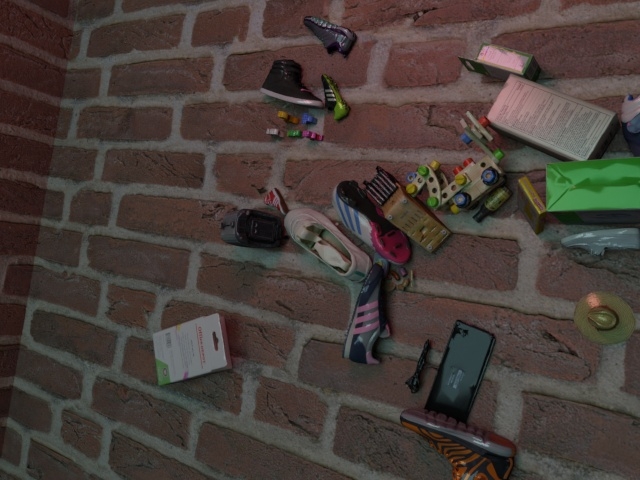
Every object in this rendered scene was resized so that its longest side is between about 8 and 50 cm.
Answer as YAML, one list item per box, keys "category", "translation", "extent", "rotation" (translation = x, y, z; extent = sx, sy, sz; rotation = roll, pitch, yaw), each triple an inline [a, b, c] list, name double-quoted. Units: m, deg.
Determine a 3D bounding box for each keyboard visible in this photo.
- category: "keyboard"
  translation: [0.364, 0.384, 1.630]
  extent: [0.201, 0.033, 0.317]
  rotation: [21, 95, 26]

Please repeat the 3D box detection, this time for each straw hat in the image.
- category: "straw hat"
  translation: [0.713, 0.196, 1.415]
  extent: [0.144, 0.061, 0.145]
  rotation: [-4, 82, 32]

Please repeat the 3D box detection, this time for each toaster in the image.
- category: "toaster"
  translation: [-0.241, -0.037, 1.976]
  extent: [0.146, 0.227, 0.129]
  rotation: [-1, 82, 50]

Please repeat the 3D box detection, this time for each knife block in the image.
- category: "knife block"
  translation: [0.261, -0.110, 1.741]
  extent: [0.275, 0.242, 0.088]
  rotation: [36, 110, -16]

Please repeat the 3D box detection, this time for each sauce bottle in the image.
- category: "sauce bottle"
  translation: [0.491, -0.103, 1.606]
  extent: [0.128, 0.042, 0.042]
  rotation: [-50, 62, 18]

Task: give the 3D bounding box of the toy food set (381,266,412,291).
- category: "toy food set"
  translation: [0.238, 0.121, 1.752]
  extent: [0.122, 0.019, 0.078]
  rotation: [-5, 81, 40]

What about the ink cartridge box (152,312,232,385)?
- category: "ink cartridge box"
  translation: [-0.456, 0.404, 2.093]
  extent: [0.353, 0.119, 0.207]
  rotation: [-20, 73, 30]

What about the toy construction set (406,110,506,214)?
- category: "toy construction set"
  translation: [0.397, -0.205, 1.601]
  extent: [0.328, 0.151, 0.215]
  rotation: [-51, 58, 42]

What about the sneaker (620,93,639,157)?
- category: "sneaker"
  translation: [0.890, -0.315, 1.326]
  extent: [0.322, 0.130, 0.236]
  rotation: [-18, 79, 35]

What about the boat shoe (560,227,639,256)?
- category: "boat shoe"
  translation: [0.719, 0.009, 1.440]
  extent: [0.184, 0.066, 0.063]
  rotation: [-6, 79, 22]

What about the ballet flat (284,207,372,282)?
- category: "ballet flat"
  translation: [0.000, 0.000, 1.851]
  extent: [0.400, 0.139, 0.139]
  rotation: [38, 104, 30]

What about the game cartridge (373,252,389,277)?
- category: "game cartridge"
  translation: [0.192, 0.078, 1.777]
  extent: [0.056, 0.017, 0.083]
  rotation: [-2, 75, 38]

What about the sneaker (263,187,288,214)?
- category: "sneaker"
  translation: [-0.163, -0.127, 2.022]
  extent: [0.067, 0.042, 0.118]
  rotation: [-36, 59, 19]

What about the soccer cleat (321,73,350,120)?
- category: "soccer cleat"
  translation: [0.036, -0.497, 1.935]
  extent: [0.072, 0.060, 0.179]
  rotation: [-35, 70, 25]

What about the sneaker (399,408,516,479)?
- category: "sneaker"
  translation: [0.355, 0.590, 1.534]
  extent: [0.321, 0.124, 0.180]
  rotation: [17, 94, 22]

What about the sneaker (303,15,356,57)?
- category: "sneaker"
  translation: [0.015, -0.714, 1.964]
  extent: [0.223, 0.083, 0.098]
  rotation: [31, 105, 31]

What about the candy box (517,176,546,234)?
- category: "candy box"
  translation: [0.552, -0.087, 1.469]
  extent: [0.027, 0.206, 0.105]
  rotation: [-26, 70, 11]

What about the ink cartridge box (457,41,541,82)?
- category: "ink cartridge box"
  translation: [0.510, -0.509, 1.605]
  extent: [0.209, 0.109, 0.062]
  rotation: [29, 99, 32]

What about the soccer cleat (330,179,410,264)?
- category: "soccer cleat"
  translation: [0.156, -0.047, 1.785]
  extent: [0.331, 0.116, 0.143]
  rotation: [51, 152, 12]

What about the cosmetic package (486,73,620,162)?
- category: "cosmetic package"
  translation: [0.617, -0.313, 1.502]
  extent: [0.296, 0.129, 0.153]
  rotation: [35, 104, 30]

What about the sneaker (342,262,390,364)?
- category: "sneaker"
  translation: [0.168, 0.232, 1.739]
  extent: [0.131, 0.112, 0.319]
  rotation: [17, 101, 11]

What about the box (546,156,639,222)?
- category: "box"
  translation: [0.705, -0.116, 1.359]
  extent: [0.262, 0.231, 0.127]
  rotation: [0, 82, 32]

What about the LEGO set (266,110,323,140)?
- category: "LEGO set"
  translation: [-0.103, -0.413, 1.990]
  extent: [0.227, 0.093, 0.087]
  rotation: [10, 89, 33]

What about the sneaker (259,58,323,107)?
- category: "sneaker"
  translation: [-0.091, -0.562, 1.994]
  extent: [0.295, 0.104, 0.147]
  rotation: [27, 104, 36]
